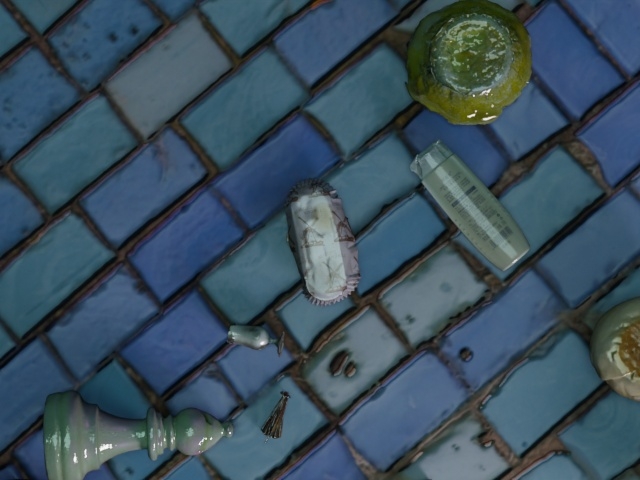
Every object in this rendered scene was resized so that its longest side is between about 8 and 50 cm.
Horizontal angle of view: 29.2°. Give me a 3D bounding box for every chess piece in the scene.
[{"bbox_3d":[-0.263,0.282,1.795,0.272,0.139,0.139,-3,87,-6],"label":"chess piece"}]

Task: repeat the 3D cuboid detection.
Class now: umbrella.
[{"bbox_3d":[-0.065,0.264,1.823,0.031,0.020,0.083,21,83,5],"label":"umbrella"}]

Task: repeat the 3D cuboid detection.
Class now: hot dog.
[{"bbox_3d":[0.000,0.000,1.816,0.099,0.053,0.192,-16,83,2],"label":"hot dog"}]

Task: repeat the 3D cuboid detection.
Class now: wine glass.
[{"bbox_3d":[-0.096,0.147,1.823,0.083,0.042,0.039,9,50,8],"label":"wine glass"}]

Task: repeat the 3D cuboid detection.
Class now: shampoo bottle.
[{"bbox_3d":[0.221,-0.052,1.802,0.072,0.049,0.212,-39,86,5],"label":"shampoo bottle"}]

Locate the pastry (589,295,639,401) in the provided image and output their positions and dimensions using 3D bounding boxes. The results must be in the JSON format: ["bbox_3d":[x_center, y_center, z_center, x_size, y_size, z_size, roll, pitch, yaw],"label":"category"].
[{"bbox_3d":[0.465,0.156,1.751,0.157,0.092,0.156,0,88,1],"label":"pastry"}]

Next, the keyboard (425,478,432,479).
[{"bbox_3d":[0.175,0.507,1.789,0.101,0.018,0.309,-20,86,4],"label":"keyboard"}]

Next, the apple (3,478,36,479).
[{"bbox_3d":[-0.438,0.463,1.752,0.261,0.194,0.260,0,85,4],"label":"apple"}]

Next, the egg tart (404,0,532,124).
[{"bbox_3d":[0.218,-0.269,1.801,0.197,0.078,0.197,0,84,4],"label":"egg tart"}]
